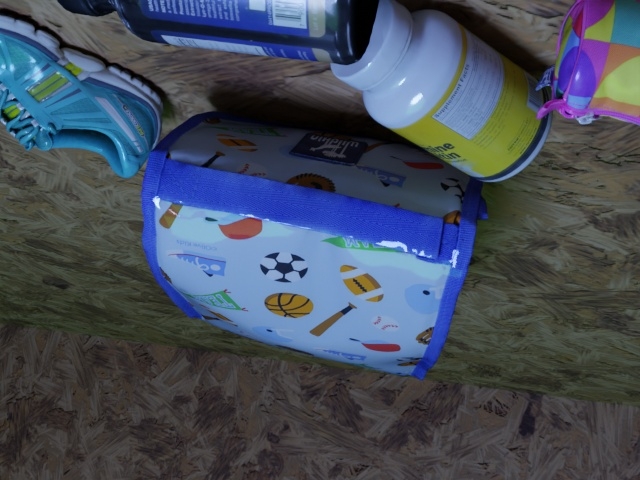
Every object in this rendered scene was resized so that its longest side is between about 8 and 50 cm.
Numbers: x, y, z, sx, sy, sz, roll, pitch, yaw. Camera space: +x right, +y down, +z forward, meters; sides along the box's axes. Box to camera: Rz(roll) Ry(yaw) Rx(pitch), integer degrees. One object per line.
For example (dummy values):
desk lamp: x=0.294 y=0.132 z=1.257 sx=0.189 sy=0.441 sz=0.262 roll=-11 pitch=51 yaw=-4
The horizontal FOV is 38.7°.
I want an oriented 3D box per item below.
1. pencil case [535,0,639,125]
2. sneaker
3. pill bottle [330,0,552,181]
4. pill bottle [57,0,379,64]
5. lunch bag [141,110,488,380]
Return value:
pencil case: x=0.286 y=-0.117 z=0.685 sx=0.236 sy=0.104 sz=0.104 roll=11 pitch=162 yaw=1
sneaker: x=-0.293 y=-0.150 z=0.936 sx=0.275 sy=0.110 sz=0.107 roll=21 pitch=160 yaw=-23
pill bottle: x=0.100 y=-0.127 z=0.761 sx=0.184 sy=0.103 sz=0.103 roll=25 pitch=158 yaw=-33
pill bottle: x=-0.072 y=-0.195 z=0.639 sx=0.219 sy=0.123 sz=0.123 roll=9 pitch=162 yaw=10
lunch bag: x=0.000 y=0.000 z=1.006 sx=0.327 sy=0.239 sz=0.385 roll=12 pitch=169 yaw=6
